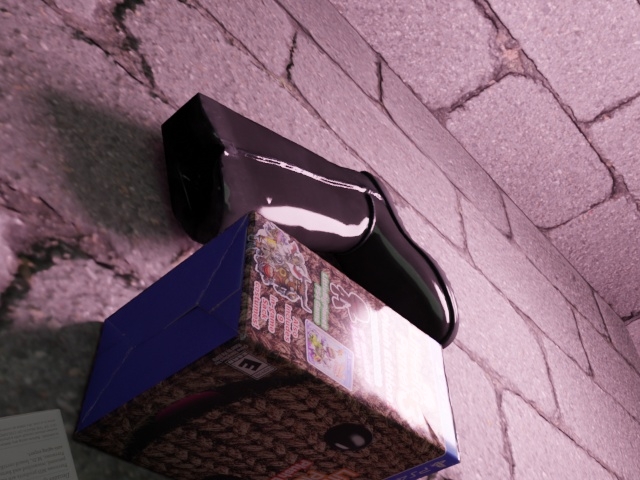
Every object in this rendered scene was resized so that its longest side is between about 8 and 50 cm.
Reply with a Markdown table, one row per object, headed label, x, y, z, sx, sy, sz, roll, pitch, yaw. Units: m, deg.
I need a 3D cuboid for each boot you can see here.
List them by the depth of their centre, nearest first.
| label | x | y | z | sx | sy | sz | roll | pitch | yaw |
| --- | --- | --- | --- | --- | --- | --- | --- | --- | --- |
| boot | -0.001 | -0.001 | 0.961 | 0.445 | 0.146 | 0.367 | 18 | 36 | -54 |

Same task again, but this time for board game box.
| label | x | y | z | sx | sy | sz | roll | pitch | yaw |
| --- | --- | --- | --- | --- | --- | --- | --- | --- | --- |
| board game box | -0.044 | 0.147 | 0.656 | 0.291 | 0.232 | 0.141 | 36 | 35 | -32 |

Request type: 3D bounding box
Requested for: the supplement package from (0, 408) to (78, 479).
| label | x | y | z | sx | sy | sz | roll | pitch | yaw |
| --- | --- | --- | --- | --- | --- | --- | --- | --- | --- |
| supplement package | -0.223 | 0.222 | 0.434 | 0.105 | 0.105 | 0.179 | 6 | 55 | -55 |
